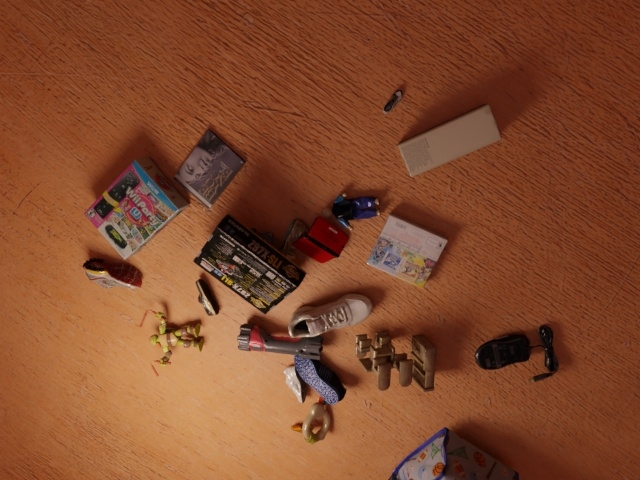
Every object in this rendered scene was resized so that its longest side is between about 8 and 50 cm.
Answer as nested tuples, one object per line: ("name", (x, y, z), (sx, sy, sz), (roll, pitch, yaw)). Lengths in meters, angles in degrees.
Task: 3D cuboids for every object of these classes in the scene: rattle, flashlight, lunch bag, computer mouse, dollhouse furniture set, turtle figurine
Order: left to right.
("turtle figurine", (-0.565, 0.388, 1.718), (0.218, 0.087, 0.269), (-3, 97, 5))
("flashlight", (-0.143, 0.364, 1.623), (0.305, 0.103, 0.103), (4, 83, 6))
("rattle", (-0.030, 0.656, 1.716), (0.130, 0.143, 0.199), (4, 92, -23))
("dollhouse furniture set", (0.253, 0.422, 1.498), (0.242, 0.212, 0.160), (-4, 105, -15))
("lunch bag", (0.451, 0.910, 1.591), (0.328, 0.239, 0.385), (35, 126, 0))
("computer mouse", (0.649, 0.392, 1.486), (0.262, 0.060, 0.183), (-19, 97, 4))

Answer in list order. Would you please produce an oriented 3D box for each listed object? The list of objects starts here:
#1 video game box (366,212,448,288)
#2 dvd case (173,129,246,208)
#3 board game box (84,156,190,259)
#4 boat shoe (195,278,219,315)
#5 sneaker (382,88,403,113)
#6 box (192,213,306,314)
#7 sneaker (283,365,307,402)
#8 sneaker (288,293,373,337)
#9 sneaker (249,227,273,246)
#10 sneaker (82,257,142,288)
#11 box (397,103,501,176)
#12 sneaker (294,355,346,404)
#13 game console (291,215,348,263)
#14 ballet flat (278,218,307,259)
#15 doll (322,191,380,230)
("video game box", (0.282, 0.033, 1.461), (0.205, 0.048, 0.187), (25, 107, 4))
("dvd case", (-0.383, -0.241, 1.533), (0.164, 0.018, 0.221), (42, 110, -3))
("board game box", (-0.652, -0.113, 1.586), (0.303, 0.097, 0.224), (-38, 96, 18))
("boat shoe", (-0.429, 0.215, 1.655), (0.049, 0.056, 0.152), (-21, 101, 11))
("sneaker", (0.220, -0.417, 1.348), (0.032, 0.037, 0.083), (36, 108, 2))
("box", (-0.242, 0.089, 1.495), (0.322, 0.079, 0.257), (38, 140, -8))
("sneaker", (-0.094, 0.541, 1.688), (0.061, 0.054, 0.152), (-13, 97, 24))
("sneaker", (0.033, 0.274, 1.528), (0.305, 0.152, 0.114), (-18, 99, 15))
("sneaker", (-0.254, -0.003, 1.551), (0.222, 0.083, 0.087), (12, 68, 19))
("sneaker", (-0.784, 0.138, 1.702), (0.226, 0.088, 0.092), (17, 129, 7))
("box", (0.376, -0.294, 1.322), (0.275, 0.094, 0.113), (-21, 101, 16))
("sneaker", (-0.001, 0.495, 1.643), (0.232, 0.090, 0.081), (47, 112, 18))
("game console", (0.000, 0.000, 1.497), (0.144, 0.085, 0.124), (33, 81, -29))
("ballet flat", (-0.106, 0.025, 1.529), (0.067, 0.073, 0.206), (27, 112, -7))
("doll", (0.099, -0.096, 1.462), (0.189, 0.046, 0.128), (-4, 104, 12))
